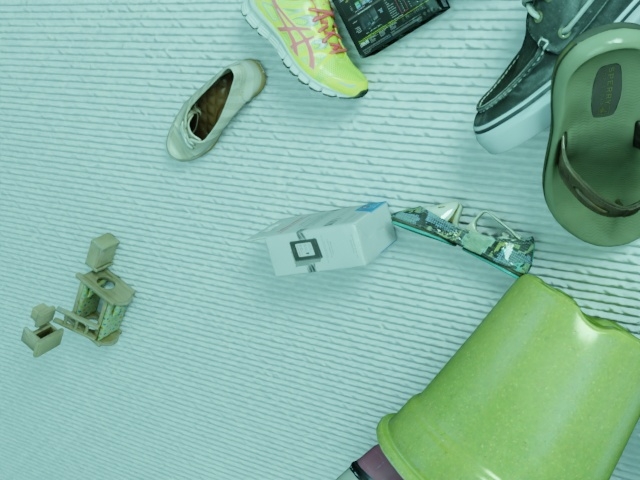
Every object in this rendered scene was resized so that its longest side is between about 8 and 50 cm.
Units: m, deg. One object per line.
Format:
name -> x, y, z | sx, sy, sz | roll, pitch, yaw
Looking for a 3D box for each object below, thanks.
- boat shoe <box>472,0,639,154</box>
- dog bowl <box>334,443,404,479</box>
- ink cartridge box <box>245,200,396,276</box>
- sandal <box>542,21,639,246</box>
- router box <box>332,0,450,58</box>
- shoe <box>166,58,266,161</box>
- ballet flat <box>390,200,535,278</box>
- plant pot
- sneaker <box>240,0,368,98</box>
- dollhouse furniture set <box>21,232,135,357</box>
boat shoe -> 0.261, -0.237, 0.745 | 0.119, 0.121, 0.335 | 37, 115, -12
dog bowl -> 0.169, 0.414, 0.920 | 0.408, 0.408, 0.150 | 34, 81, 15
ink cartridge box -> 0.000, 0.000, 1.008 | 0.180, 0.104, 0.060 | -8, 105, 33
sandal -> 0.287, -0.077, 0.734 | 0.120, 0.086, 0.302 | -19, 141, 11
router box -> 0.082, -0.290, 0.887 | 0.122, 0.038, 0.092 | -24, 96, 35
shoe -> -0.167, -0.186, 1.062 | 0.219, 0.058, 0.076 | -39, 87, 35
ballet flat -> 0.182, -0.015, 0.929 | 0.188, 0.070, 0.070 | 25, 119, 19
plant pot -> 0.244, 0.186, 0.841 | 0.276, 0.276, 0.253 | 32, 98, 16
sneaker -> -0.010, -0.265, 0.927 | 0.208, 0.081, 0.094 | 46, 122, 8
dollhouse furniture set -> -0.404, 0.108, 1.253 | 0.101, 0.161, 0.181 | 36, 123, 14
